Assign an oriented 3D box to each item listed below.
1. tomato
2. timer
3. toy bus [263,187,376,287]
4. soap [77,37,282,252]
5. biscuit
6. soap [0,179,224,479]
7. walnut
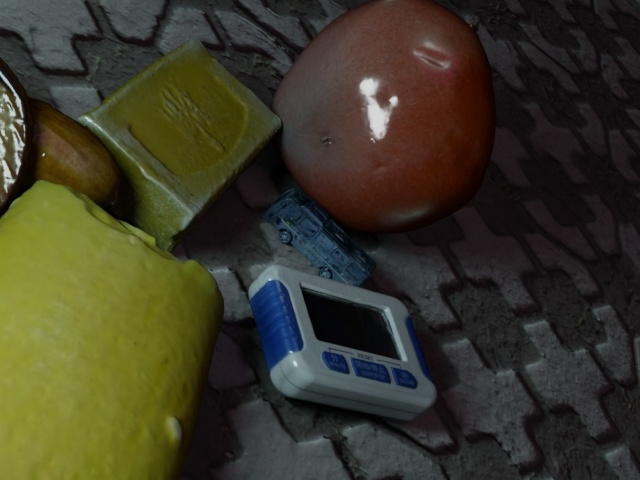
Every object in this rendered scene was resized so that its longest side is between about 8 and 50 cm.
[{"bbox_3d":[0.089,-0.180,1.751,0.272,0.341,0.341,-10,62,-38],"label":"tomato"},{"bbox_3d":[0.025,0.137,1.568,0.253,0.078,0.178,18,41,-38],"label":"timer"},{"bbox_3d":[0.000,0.000,1.691,0.166,0.065,0.047,44,34,-7],"label":"toy bus"},{"bbox_3d":[-0.187,-0.133,1.604,0.199,0.091,0.315,45,34,-5],"label":"soap"},{"bbox_3d":[-0.400,-0.123,1.346,0.031,0.176,0.229,17,71,-82],"label":"biscuit"},{"bbox_3d":[-0.256,0.136,1.225,0.306,0.115,0.427,41,34,-15],"label":"soap"},{"bbox_3d":[-0.321,-0.101,1.413,0.207,0.116,0.116,30,36,-9],"label":"walnut"}]
